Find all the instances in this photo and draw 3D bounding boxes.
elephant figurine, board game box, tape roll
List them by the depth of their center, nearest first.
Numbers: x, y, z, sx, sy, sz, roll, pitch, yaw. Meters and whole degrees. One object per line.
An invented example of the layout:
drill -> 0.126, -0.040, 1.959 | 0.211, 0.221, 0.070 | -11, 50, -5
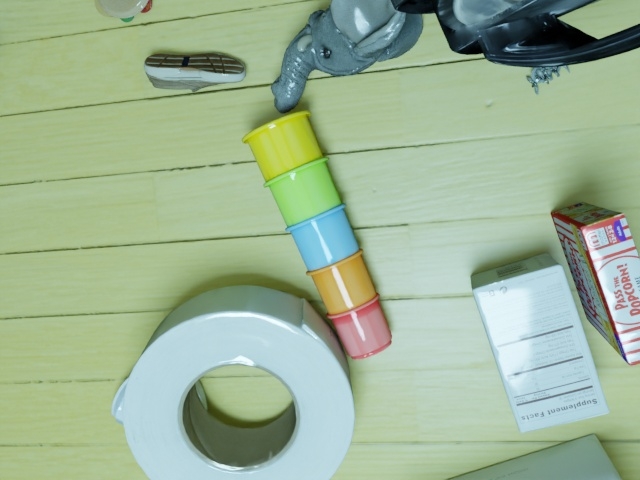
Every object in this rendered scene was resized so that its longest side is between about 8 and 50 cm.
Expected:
board game box -> 0.312, 0.037, 0.704 | 0.045, 0.193, 0.146 | -20, 92, 13
elephant figurine -> 0.048, -0.272, 0.758 | 0.170, 0.186, 0.239 | -12, 110, -30
tape roll -> -0.098, 0.203, 0.818 | 0.287, 0.100, 0.286 | 0, 105, -1

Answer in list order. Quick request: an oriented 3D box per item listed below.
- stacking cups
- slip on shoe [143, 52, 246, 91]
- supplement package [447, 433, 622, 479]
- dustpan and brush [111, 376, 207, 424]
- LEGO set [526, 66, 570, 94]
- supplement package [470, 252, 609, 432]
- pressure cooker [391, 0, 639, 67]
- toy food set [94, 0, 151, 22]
stacking cups -> 0.000, 0.000, 0.811 | 0.096, 0.096, 0.316 | -21, 92, 13
slip on shoe -> -0.164, -0.218, 0.847 | 0.136, 0.051, 0.041 | 2, 137, 3
supplement package -> 0.244, 0.371, 0.750 | 0.262, 0.204, 0.145 | -23, 92, 12
dustpan and brush -> -0.207, 0.200, 0.891 | 0.147, 0.060, 0.211 | 24, 98, 8
LEGO set -> 0.272, -0.219, 0.768 | 0.054, 0.023, 0.083 | -3, 96, 11
supplement package -> 0.258, 0.119, 0.769 | 0.105, 0.105, 0.179 | -18, 93, 12
pressure cooker -> 0.212, -0.361, 0.493 | 0.376, 0.370, 0.420 | -19, 87, 0
toy food set -> -0.264, -0.338, 0.860 | 0.083, 0.020, 0.083 | 15, 99, 9
